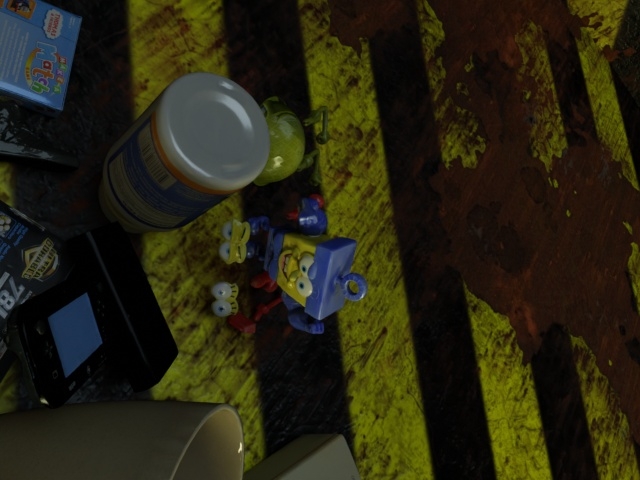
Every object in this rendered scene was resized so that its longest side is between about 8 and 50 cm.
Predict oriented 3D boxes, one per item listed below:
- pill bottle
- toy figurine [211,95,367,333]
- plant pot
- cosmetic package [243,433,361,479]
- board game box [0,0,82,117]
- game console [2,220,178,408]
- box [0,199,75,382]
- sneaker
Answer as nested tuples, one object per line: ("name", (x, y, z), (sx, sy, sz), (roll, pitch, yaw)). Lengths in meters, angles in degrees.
("pill bottle", (-0.198, -0.099, 0.872), (0.152, 0.272, 0.152), (13, 67, -34))
("toy figurine", (0.000, 0.000, 0.924), (0.191, 0.217, 0.363), (-11, 121, -47))
("plant pot", (-0.255, 0.280, 0.697), (0.256, 0.274, 0.256), (8, 90, -78))
("cosmetic package", (-0.078, 0.413, 0.904), (0.309, 0.113, 0.160), (-24, 92, -41))
("board game box", (-0.450, -0.277, 0.888), (0.211, 0.039, 0.160), (17, 66, -32))
("game console", (-0.256, 0.099, 0.758), (0.044, 0.361, 0.213), (-22, 98, 3))
("box", (-0.477, 0.056, 0.736), (0.293, 0.073, 0.295), (37, 56, -24))
("sneaker", (-0.408, -0.149, 0.869), (0.170, 0.051, 0.089), (8, 75, -32))
